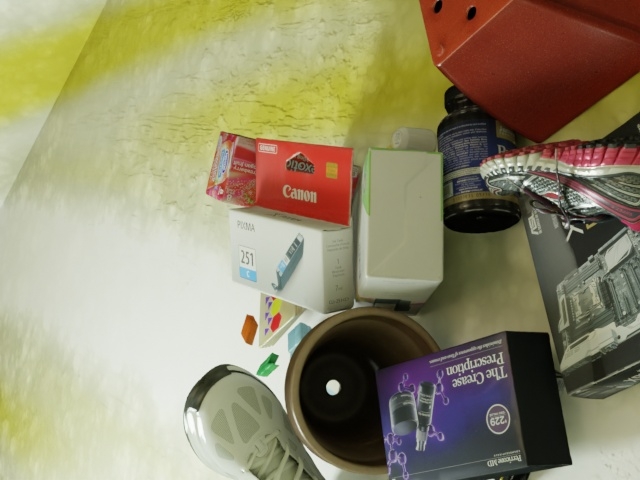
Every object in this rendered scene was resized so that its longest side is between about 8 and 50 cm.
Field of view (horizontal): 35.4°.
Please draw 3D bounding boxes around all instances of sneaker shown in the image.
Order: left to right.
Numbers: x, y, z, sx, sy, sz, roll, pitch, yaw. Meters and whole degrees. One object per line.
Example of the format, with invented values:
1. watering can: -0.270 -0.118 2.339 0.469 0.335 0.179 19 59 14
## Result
1. sneaker: -0.032 0.388 1.622 0.169 0.447 0.258 -45 38 -22
2. sneaker: 0.314 -0.071 1.291 0.299 0.121 0.111 7 107 63

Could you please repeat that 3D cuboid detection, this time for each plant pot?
1. plant pot: 0.053 0.243 1.650 0.229 0.263 0.262 157 121 -74
2. plant pot: 0.290 -0.338 1.439 0.267 0.236 0.267 -39 49 45

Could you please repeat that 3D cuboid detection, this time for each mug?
1. mug: 0.154 -0.165 1.752 0.078 0.064 0.062 -56 39 31

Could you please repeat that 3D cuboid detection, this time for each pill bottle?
1. pill bottle: 0.243 -0.130 1.551 0.123 0.123 0.219 -24 61 52

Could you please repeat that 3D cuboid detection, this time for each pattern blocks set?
1. pattern blocks set: -0.075 0.113 2.002 0.285 0.026 0.324 -38 37 46

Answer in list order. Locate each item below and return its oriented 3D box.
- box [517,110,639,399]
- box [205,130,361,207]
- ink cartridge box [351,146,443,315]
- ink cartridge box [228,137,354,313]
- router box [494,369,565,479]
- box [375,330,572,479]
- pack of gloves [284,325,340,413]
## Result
1. box: 0.396 0.023 1.311 0.242 0.077 0.307 -39 50 45
2. box: -0.071 -0.113 1.894 0.123 0.257 0.128 27 103 66
3. ink cartridge box: 0.116 0.005 1.631 0.353 0.119 0.207 102 170 -75
4. ink cartridge box: -0.055 -0.033 1.685 0.296 0.066 0.261 13 107 54
5. router box: 0.271 0.249 1.460 0.133 0.046 0.178 35 110 54
6. box: 0.208 0.246 1.416 0.261 0.103 0.184 -26 66 46
7. pack of gloves: 0.002 0.281 1.884 0.195 0.046 0.232 20 107 57
